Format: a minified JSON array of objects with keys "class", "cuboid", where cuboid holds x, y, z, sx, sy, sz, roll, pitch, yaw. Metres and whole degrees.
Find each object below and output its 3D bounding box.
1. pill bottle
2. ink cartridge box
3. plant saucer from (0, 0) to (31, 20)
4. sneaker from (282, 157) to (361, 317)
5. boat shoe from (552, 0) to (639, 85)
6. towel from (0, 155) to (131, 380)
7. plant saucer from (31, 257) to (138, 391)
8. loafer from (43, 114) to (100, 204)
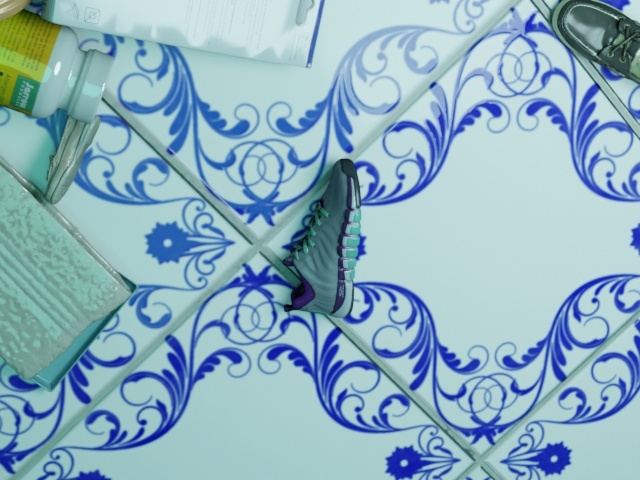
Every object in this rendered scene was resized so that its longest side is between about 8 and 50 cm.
[{"class":"pill bottle","cuboid":[-0.356,-0.213,1.116,0.209,0.117,0.117,19,101,-17]},{"class":"ink cartridge box","cuboid":[-0.151,-0.312,1.133,0.333,0.065,0.165,6,104,-29]},{"class":"plant saucer","cuboid":[-0.406,-0.328,1.053,0.200,0.037,0.199,8,64,-17]},{"class":"sneaker","cuboid":[0.000,0.000,1.275,0.098,0.083,0.223,1,107,-7]},{"class":"boat shoe","cuboid":[0.418,-0.261,1.287,0.224,0.073,0.080,27,99,-18]},{"class":"towel","cuboid":[-0.403,0.026,1.208,0.187,0.049,0.282,-40,105,3]},{"class":"plant saucer","cuboid":[-0.328,0.112,1.272,0.067,0.018,0.192,38,96,-19]},{"class":"loafer","cuboid":[-0.321,-0.108,1.199,0.039,0.045,0.125,28,92,-1]}]
